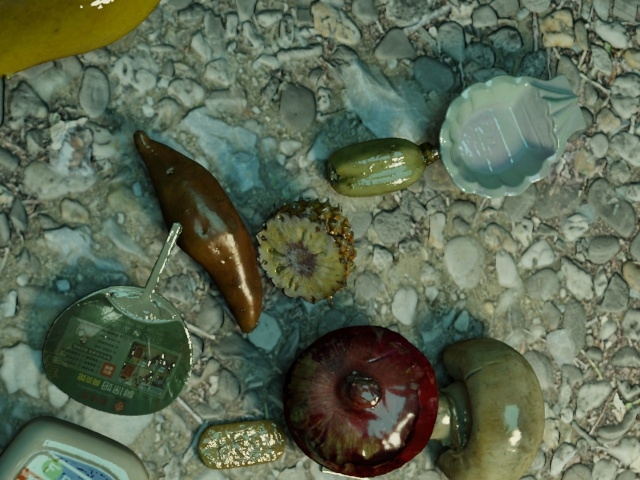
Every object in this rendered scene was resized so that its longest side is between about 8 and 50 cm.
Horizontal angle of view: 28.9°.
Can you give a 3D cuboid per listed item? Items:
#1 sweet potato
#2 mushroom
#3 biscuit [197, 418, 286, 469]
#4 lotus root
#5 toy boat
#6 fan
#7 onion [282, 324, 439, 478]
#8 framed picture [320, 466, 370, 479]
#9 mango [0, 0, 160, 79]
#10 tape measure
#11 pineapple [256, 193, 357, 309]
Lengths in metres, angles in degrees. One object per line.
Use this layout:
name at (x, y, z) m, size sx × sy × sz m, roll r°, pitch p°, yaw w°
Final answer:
sweet potato at (-0.173, -0.020, 1.890) m, size 0.112 × 0.112 × 0.359 m, roll -38°, pitch 101°, yaw -19°
mushroom at (0.264, 0.283, 2.010) m, size 0.195 × 0.189 × 0.253 m, roll 4°, pitch 83°, yaw -24°
biscuit at (-0.122, 0.319, 1.943) m, size 0.147 × 0.018 × 0.071 m, roll -3°, pitch 90°, yaw -21°
lotus root at (0.102, -0.121, 2.011) m, size 0.183 × 0.077 × 0.090 m, roll -14°, pitch 104°, yaw -4°
toy boat at (0.308, -0.180, 2.096) m, size 0.290 × 0.100 × 0.199 m, roll -24°, pitch 97°, yaw -20°
fan at (-0.262, 0.144, 1.863) m, size 0.294 × 0.012 × 0.223 m, roll -39°, pitch 110°, yaw -4°
onion at (0.063, 0.248, 1.930) m, size 0.247 × 0.190 × 0.246 m, roll 1°, pitch 79°, yaw -4°
framed picture at (0.048, 0.351, 2.016) m, size 0.089 × 0.007 × 0.066 m, roll 16°, pitch 82°, yaw -21°
mango at (-0.400, -0.387, 1.768) m, size 0.445 × 0.220 × 0.301 m, roll -43°, pitch 109°, yaw -8°
tape measure at (-0.363, 0.399, 1.770) m, size 0.258 × 0.130 × 0.265 m, roll 36°, pitch 83°, yaw -6°
pineapple at (-0.003, -0.002, 1.946) m, size 0.137 × 0.162 × 0.175 m, roll -49°, pitch 136°, yaw -49°
